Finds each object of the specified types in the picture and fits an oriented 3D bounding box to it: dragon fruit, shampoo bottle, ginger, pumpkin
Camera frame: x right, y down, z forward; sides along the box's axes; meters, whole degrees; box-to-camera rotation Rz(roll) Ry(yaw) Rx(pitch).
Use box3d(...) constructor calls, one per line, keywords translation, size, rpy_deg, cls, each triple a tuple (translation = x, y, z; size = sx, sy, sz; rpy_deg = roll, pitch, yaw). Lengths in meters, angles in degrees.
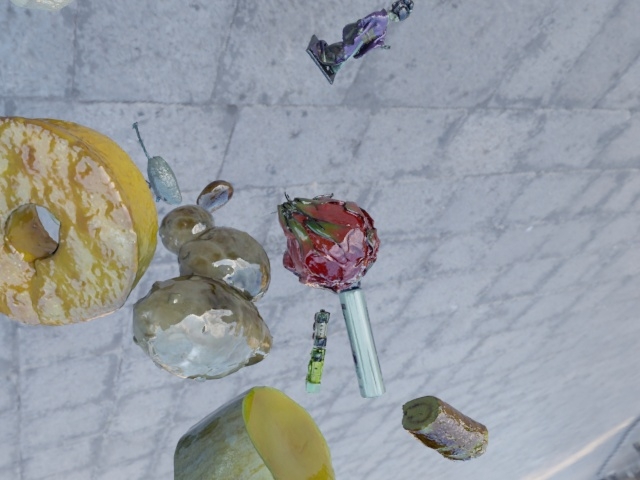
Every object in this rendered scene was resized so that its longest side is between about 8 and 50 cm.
box3d(translation=(0.000, 0.000, 1.358), size=(0.293, 0.233, 0.234), rpy_deg=(25, 126, -28), cls="dragon fruit")
box3d(translation=(0.118, 0.274, 1.785), size=(0.078, 0.359, 0.134), rpy_deg=(-13, -179, 4), cls="shampoo bottle")
box3d(translation=(-0.179, 0.079, 0.990), size=(0.245, 0.303, 0.155), rpy_deg=(25, 130, -28), cls="ginger")
box3d(translation=(-0.109, 0.459, 1.206), size=(0.199, 0.332, 0.332), rpy_deg=(-42, 147, 23), cls="pumpkin")

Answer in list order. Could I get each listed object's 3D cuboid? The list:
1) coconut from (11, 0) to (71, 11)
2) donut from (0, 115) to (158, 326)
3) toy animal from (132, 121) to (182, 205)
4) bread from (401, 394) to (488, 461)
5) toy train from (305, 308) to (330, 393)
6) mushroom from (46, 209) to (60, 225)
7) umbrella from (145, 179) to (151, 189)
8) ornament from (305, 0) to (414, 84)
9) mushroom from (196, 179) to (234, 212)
box3d(translation=(-0.566, -0.621, 1.167), size=(0.329, 0.328, 0.328), rpy_deg=(-19, 150, -12), cls="coconut")
box3d(translation=(-0.348, -0.027, 0.790), size=(0.303, 0.303, 0.110), rpy_deg=(-44, -176, 28), cls="donut")
box3d(translation=(-0.444, -0.203, 1.606), size=(0.079, 0.252, 0.070), rpy_deg=(-24, -173, 42), cls="toy animal")
box3d(translation=(0.283, 0.432, 1.383), size=(0.172, 0.103, 0.132), rpy_deg=(36, 140, -20), cls="bread")
box3d(translation=(-0.007, 0.332, 1.827), size=(0.053, 0.249, 0.085), rpy_deg=(8, -174, -5), cls="toy train")
box3d(translation=(-0.422, -0.085, 1.079), size=(0.112, 0.148, 0.148), rpy_deg=(38, 117, -21), cls="mushroom")
box3d(translation=(-0.578, -0.104, 1.865), size=(0.046, 0.188, 0.050), rpy_deg=(14, 154, 16), cls="umbrella")
box3d(translation=(0.083, -0.368, 1.103), size=(0.203, 0.088, 0.081), rpy_deg=(-20, 123, 22), cls="ornament")
box3d(translation=(-0.306, -0.124, 1.769), size=(0.123, 0.052, 0.123), rpy_deg=(-34, 158, -16), cls="mushroom")
